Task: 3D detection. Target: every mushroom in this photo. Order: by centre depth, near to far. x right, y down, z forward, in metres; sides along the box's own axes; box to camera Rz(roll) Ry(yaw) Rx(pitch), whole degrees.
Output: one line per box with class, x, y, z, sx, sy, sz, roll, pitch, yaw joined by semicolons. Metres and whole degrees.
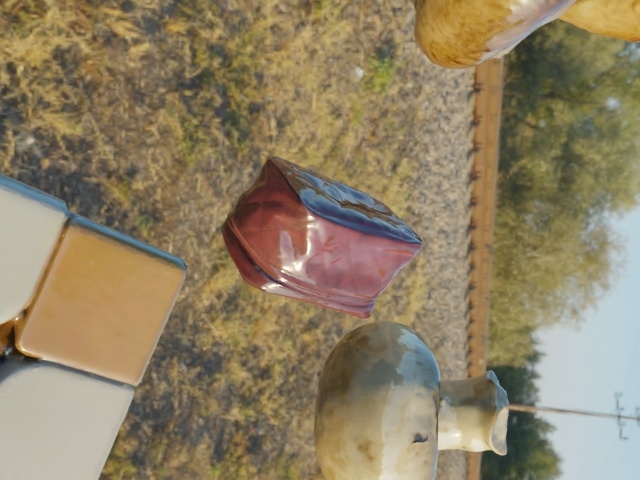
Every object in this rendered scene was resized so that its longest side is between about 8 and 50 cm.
mushroom;0.200;-0.248;0.596;0.263;0.283;0.195;-34;118;-40
mushroom;0.136;0.272;1.160;0.297;0.290;0.297;5;90;-90

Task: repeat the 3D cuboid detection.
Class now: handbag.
handbag;0.000;0.000;0.917;0.225;0.146;0.135;16;117;-41

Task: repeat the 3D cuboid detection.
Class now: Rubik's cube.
Rubik's cube;-0.381;0.088;0.659;0.344;0.346;0.347;25;82;-34
